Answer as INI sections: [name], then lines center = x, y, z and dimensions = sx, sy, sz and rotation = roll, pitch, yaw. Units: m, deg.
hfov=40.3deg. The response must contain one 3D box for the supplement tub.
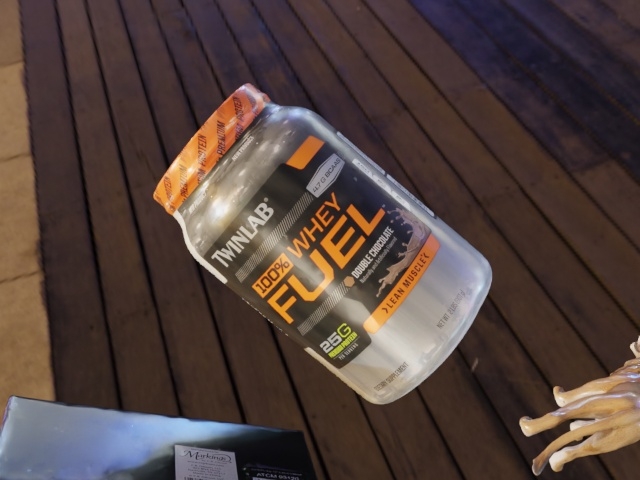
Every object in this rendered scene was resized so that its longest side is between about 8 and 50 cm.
[supplement tub]
center = 0.000, 0.000, 0.949
dimensions = 0.338, 0.207, 0.207
rotation = 39, 54, -4

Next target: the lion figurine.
[lion figurine]
center = 0.485, 0.270, 1.407
dimensions = 0.240, 0.142, 0.392
rotation = -23, 1, 29

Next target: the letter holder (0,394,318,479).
[letter holder]
center = -0.171, 0.296, 0.840
dimensions = 0.301, 0.215, 0.152
rotation = 11, 17, -15
